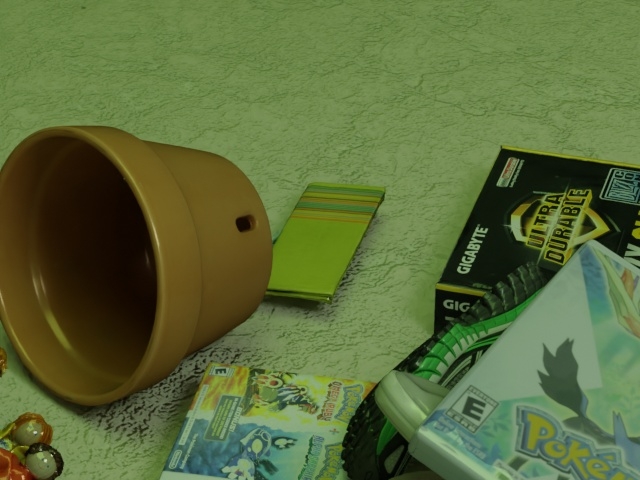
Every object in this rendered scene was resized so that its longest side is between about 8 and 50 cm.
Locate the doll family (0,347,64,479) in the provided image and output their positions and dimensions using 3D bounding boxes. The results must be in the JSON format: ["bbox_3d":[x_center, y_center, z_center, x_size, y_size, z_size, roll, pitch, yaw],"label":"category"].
[{"bbox_3d":[-0.355,0.174,1.645,0.163,0.118,0.263,-37,90,-23],"label":"doll family"}]

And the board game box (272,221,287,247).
[{"bbox_3d":[-0.020,0.014,2.016,0.090,0.020,0.090,16,37,24],"label":"board game box"}]

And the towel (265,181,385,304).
[{"bbox_3d":[0.000,0.000,2.003,0.102,0.021,0.237,4,33,17],"label":"towel"}]

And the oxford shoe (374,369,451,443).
[{"bbox_3d":[0.254,0.221,1.470,0.449,0.130,0.169,30,9,11],"label":"oxford shoe"}]

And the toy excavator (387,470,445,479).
[{"bbox_3d":[0.149,0.365,1.347,0.433,0.222,0.445,18,24,28],"label":"toy excavator"}]

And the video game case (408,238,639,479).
[{"bbox_3d":[0.285,0.171,1.410,0.329,0.036,0.300,34,49,16],"label":"video game case"}]

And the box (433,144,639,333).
[{"bbox_3d":[0.293,0.013,1.960,0.257,0.079,0.322,11,35,15],"label":"box"}]

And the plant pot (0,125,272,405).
[{"bbox_3d":[-0.190,0.015,1.815,0.291,0.291,0.203,28,26,37],"label":"plant pot"}]

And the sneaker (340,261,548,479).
[{"bbox_3d":[0.155,0.150,1.683,0.343,0.134,0.146,-34,81,-39],"label":"sneaker"}]

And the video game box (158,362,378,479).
[{"bbox_3d":[-0.048,0.207,1.697,0.187,0.048,0.205,8,34,8],"label":"video game box"}]
